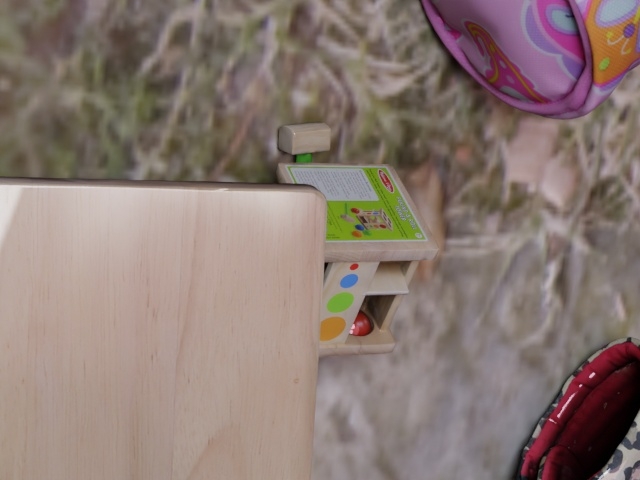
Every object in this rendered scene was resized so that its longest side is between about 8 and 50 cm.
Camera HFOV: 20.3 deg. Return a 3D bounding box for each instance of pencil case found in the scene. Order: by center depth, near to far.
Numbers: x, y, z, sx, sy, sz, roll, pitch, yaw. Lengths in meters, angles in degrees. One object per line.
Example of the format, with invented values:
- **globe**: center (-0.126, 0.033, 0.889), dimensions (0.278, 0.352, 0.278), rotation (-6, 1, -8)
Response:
- **pencil case**: center (0.168, -0.169, 0.746), dimensions (0.284, 0.124, 0.124), rotation (-37, 117, -18)

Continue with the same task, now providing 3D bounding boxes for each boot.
- **boot**: center (0.143, 0.179, 0.827), dimensions (0.178, 0.085, 0.236), rotation (40, 74, -28)

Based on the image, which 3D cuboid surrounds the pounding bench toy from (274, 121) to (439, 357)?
- **pounding bench toy**: center (0.000, 0.000, 0.726), dimensions (0.052, 0.083, 0.065), rotation (-1, 133, -27)

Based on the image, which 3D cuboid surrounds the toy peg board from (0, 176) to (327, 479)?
- **toy peg board**: center (-0.088, 0.052, 0.683), dimensions (0.161, 0.079, 0.161), rotation (1, 101, -14)
